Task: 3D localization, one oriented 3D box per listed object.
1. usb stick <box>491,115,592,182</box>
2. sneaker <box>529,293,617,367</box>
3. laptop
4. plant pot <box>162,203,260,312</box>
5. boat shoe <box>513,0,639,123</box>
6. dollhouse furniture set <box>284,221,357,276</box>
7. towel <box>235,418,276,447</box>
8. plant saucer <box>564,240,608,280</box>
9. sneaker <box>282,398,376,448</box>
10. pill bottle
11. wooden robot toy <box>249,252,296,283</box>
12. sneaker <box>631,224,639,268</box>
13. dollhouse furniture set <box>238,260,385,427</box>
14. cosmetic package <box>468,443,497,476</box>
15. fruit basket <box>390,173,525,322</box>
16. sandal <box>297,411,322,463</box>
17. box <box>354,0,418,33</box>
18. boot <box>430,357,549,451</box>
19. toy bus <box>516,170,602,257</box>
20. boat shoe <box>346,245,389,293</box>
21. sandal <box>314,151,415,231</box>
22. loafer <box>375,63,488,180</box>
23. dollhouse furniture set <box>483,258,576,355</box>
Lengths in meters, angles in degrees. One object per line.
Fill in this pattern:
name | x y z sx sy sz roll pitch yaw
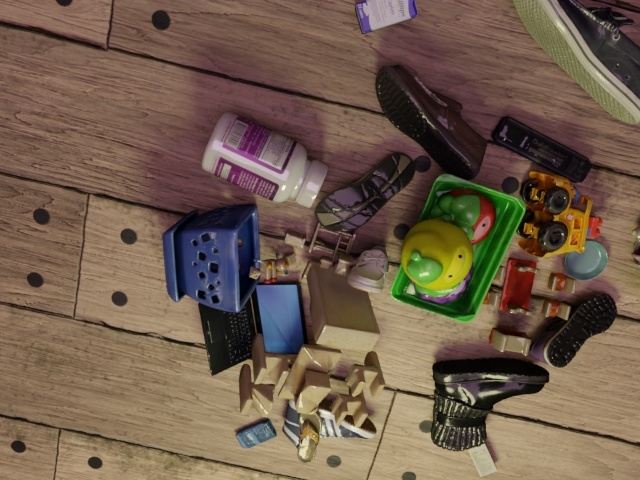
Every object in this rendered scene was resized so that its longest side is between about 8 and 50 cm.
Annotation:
usb stick | 0.587 -0.239 1.647 0.278 0.045 0.077 25 100 -7
sneaker | 0.714 0.244 1.783 0.283 0.124 0.107 -35 98 -14
laptop | -0.187 0.254 1.777 0.264 0.137 0.234 -20 112 -36
plant pot | -0.292 0.039 1.670 0.212 0.236 0.235 2 109 8
boat shoe | 0.650 -0.491 1.496 0.500 0.187 0.156 38 100 -16
dollhouse furniture set | 0.000 0.000 1.679 0.182 0.161 0.101 18 108 -5
towel | -0.202 0.613 1.958 0.120 0.029 0.067 -25 107 9
plant saucer | 0.746 0.054 1.753 0.120 0.021 0.119 0 109 1
sneaker | 0.019 0.580 1.904 0.282 0.099 0.153 21 103 2
pill bottle | -0.140 -0.200 1.613 0.302 0.169 0.169 24 107 -6
wooden robot toy | -0.112 0.075 1.697 0.079 0.173 0.076 -3 96 38
sneaker | 0.919 0.055 1.714 0.111 0.103 0.252 -14 99 7
dollhouse furniture set | -0.006 0.295 1.752 0.362 0.256 0.394 12 125 -18
cosmetic package | 0.507 0.680 1.957 0.060 0.041 0.115 -22 106 9
fruit basket | 0.330 0.028 1.576 0.283 0.392 0.391 18 108 -4
sandal | -0.036 0.582 1.836 0.072 0.049 0.180 8 100 7
box | 0.158 -0.556 1.509 0.137 0.126 0.072 -16 106 7
boot | 0.497 0.489 1.843 0.348 0.131 0.260 -2 102 13
toy bus | 0.652 -0.072 1.659 0.212 0.149 0.220 -1 106 -12
boat shoe | 0.133 0.067 1.643 0.098 0.277 0.096 20 103 3
sandal | 0.124 -0.125 1.682 0.303 0.086 0.120 -33 99 -4
loafer | 0.290 -0.318 1.604 0.366 0.134 0.130 46 67 -11
dollhouse furniture set | 0.551 0.182 1.766 0.262 0.135 0.258 9 97 -2
